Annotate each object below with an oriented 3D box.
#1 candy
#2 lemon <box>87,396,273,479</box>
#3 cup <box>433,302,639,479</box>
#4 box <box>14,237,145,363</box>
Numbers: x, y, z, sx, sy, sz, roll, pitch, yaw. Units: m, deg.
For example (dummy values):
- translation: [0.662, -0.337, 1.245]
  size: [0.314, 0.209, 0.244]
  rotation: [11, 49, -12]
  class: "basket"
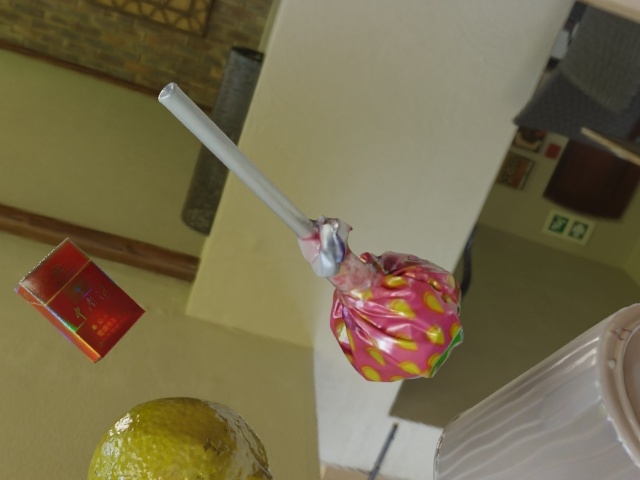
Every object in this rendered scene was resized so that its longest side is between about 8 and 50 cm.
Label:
- translation: [0.000, 0.000, 0.633]
  size: [0.365, 0.124, 0.124]
  rotation: [46, -177, -37]
  class: "candy"
- translation: [-0.205, 0.350, 1.142]
  size: [0.268, 0.267, 0.267]
  rotation: [18, -159, -7]
  class: "lemon"
- translation: [0.273, 0.230, 0.702]
  size: [0.208, 0.273, 0.288]
  rotation: [-14, -117, -33]
  class: "cup"
- translation: [-0.380, 0.095, 1.240]
  size: [0.175, 0.048, 0.112]
  rotation: [45, -126, -11]
  class: "box"
